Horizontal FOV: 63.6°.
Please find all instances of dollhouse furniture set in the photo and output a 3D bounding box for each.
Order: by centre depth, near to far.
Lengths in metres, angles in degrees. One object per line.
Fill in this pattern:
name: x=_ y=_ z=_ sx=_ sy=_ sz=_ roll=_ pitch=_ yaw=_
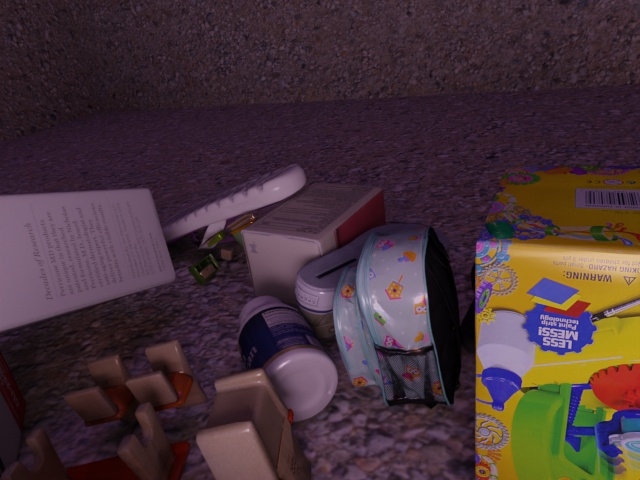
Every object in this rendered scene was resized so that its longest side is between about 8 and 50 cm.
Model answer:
dollhouse furniture set: x=-0.153 y=0.225 z=0.492 sx=0.259 sy=0.135 sz=0.262 roll=-16 pitch=23 yaw=10
dollhouse furniture set: x=-0.162 y=0.019 z=0.908 sx=0.152 sy=0.076 sz=0.058 roll=-29 pitch=11 yaw=29

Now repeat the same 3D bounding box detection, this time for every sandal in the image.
sandal: x=0.260 y=0.070 z=0.741 sx=0.097 sy=0.054 sz=0.254 roll=2 pitch=27 yaw=21
sandal: x=-0.198 y=-0.035 z=1.024 sx=0.416 sy=0.102 sz=0.169 roll=-17 pitch=17 yaw=35

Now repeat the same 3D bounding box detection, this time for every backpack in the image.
backpack: x=0.094 y=0.079 z=0.613 sx=0.145 sy=0.188 sz=0.166 roll=1 pitch=27 yaw=18

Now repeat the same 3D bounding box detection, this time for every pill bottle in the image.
pill bottle: x=-0.051 y=0.136 z=0.644 sx=0.094 sy=0.094 sz=0.169 roll=-15 pitch=25 yaw=-16

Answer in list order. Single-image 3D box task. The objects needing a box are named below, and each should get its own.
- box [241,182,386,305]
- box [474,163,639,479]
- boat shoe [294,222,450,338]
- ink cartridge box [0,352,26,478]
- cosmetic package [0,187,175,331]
box: x=0.000 y=0.000 z=0.884 sx=0.149 sy=0.126 sz=0.232 roll=8 pitch=29 yaw=30
box: x=0.284 y=0.098 z=0.408 sx=0.290 sy=0.279 sz=0.177 roll=4 pitch=27 yaw=25
boat shoe: x=0.079 y=0.052 z=0.783 sx=0.302 sy=0.094 sz=0.109 roll=-19 pitch=40 yaw=-36
ink cartridge box: x=-0.427 y=0.241 z=0.508 sx=0.197 sy=0.114 sz=0.273 roll=-17 pitch=27 yaw=-18
cosmetic package: x=-0.436 y=0.045 z=0.658 sx=0.230 sy=0.161 sz=0.453 roll=-17 pitch=-1 yaw=28
